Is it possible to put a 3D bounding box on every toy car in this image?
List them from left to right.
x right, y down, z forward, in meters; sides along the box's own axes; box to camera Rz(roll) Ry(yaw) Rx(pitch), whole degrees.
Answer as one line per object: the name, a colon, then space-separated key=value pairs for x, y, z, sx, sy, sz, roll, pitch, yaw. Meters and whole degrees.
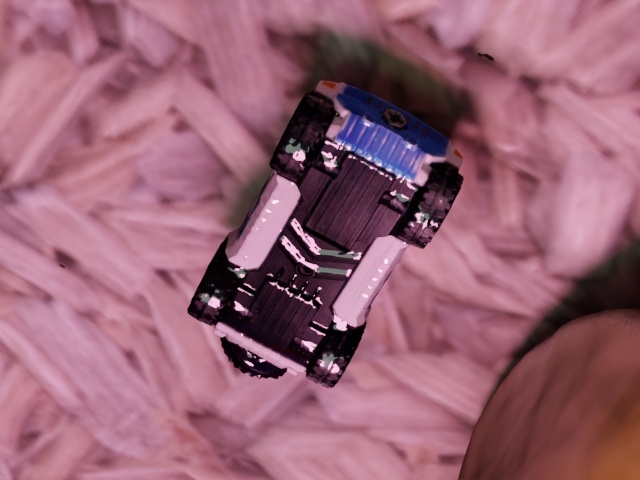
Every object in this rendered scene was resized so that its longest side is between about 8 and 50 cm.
toy car: x=0.000 y=0.000 z=0.915 sx=0.080 sy=0.070 sz=0.170 roll=28 pitch=131 yaw=-4

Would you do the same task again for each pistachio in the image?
pistachio: x=0.146 y=0.143 z=0.936 sx=0.166 sy=0.197 sz=0.288 roll=-1 pitch=132 yaw=-37
